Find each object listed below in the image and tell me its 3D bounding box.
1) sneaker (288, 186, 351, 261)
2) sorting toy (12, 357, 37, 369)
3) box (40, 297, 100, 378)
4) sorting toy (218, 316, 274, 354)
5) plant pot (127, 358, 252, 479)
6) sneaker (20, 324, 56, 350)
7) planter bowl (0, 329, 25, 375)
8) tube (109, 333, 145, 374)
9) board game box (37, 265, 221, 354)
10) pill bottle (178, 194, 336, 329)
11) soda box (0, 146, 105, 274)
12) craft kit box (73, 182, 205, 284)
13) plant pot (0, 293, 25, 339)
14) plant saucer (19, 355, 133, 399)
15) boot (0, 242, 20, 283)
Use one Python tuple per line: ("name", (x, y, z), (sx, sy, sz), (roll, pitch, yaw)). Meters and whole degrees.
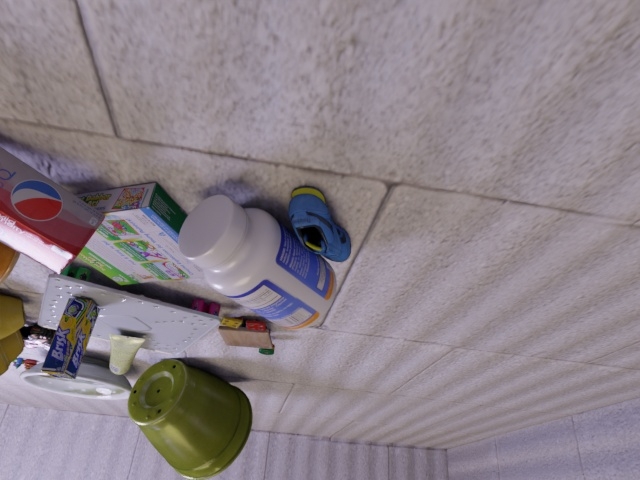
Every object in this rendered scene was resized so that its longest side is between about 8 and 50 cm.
("sneaker", (0.000, 0.000, 0.771), (0.069, 0.082, 0.209), (-8, 148, 17))
("sorting toy", (-1.158, 0.484, 1.783), (0.101, 0.042, 0.061), (1, 149, 7))
("box", (-0.557, 0.219, 1.030), (0.054, 0.169, 0.059), (4, 150, 1))
("sorting toy", (-0.198, 0.244, 1.241), (0.132, 0.047, 0.275), (4, 150, 2))
("plant pot", (-0.491, 0.616, 1.659), (0.366, 0.367, 0.353), (-9, 136, 22))
("sneaker", (-0.838, 0.290, 1.391), (0.178, 0.072, 0.077), (-4, 138, 4))
("planter bowl", (-0.904, 0.275, 1.305), (0.090, 0.217, 0.217), (-22, 164, -32))
("tube", (-0.561, 0.318, 1.314), (0.070, 0.062, 0.240), (-29, 165, -38))
("board game box", (-0.504, 0.195, 1.199), (0.389, 0.051, 0.390), (21, 145, -24))
("pill bottle", (-0.102, 0.039, 0.781), (0.152, 0.153, 0.272), (-15, 143, 30))
("soda box", (-0.460, -0.067, 0.658), (0.263, 0.092, 0.083), (39, 134, -25))
("craft kit box", (-0.341, 0.001, 0.847), (0.246, 0.061, 0.250), (-7, 147, 15))
("plant pot", (-0.821, 0.193, 1.185), (0.095, 0.134, 0.134), (-8, 158, -30))
("plant saucer", (-0.899, 0.513, 1.740), (0.399, 0.101, 0.401), (4, 150, 2))
("boot", (-0.739, 0.016, 0.878), (0.294, 0.104, 0.211), (-10, 147, 31))
